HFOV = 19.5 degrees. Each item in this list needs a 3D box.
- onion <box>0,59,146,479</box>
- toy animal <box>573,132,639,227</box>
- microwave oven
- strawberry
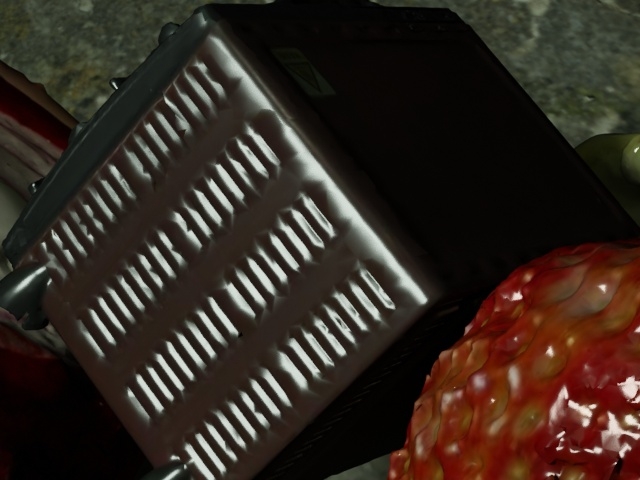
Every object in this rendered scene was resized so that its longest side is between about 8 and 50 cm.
[{"bbox_3d":[-0.241,0.057,0.984,0.341,0.341,0.341,-15,30,9],"label":"onion"},{"bbox_3d":[0.102,-0.006,1.068,0.233,0.121,0.168,-13,20,8],"label":"toy animal"},{"bbox_3d":[0.002,0.000,0.881,0.178,0.188,0.247,-49,-18,26],"label":"microwave oven"},{"bbox_3d":[0.135,0.120,0.747,0.288,0.250,0.238,-37,70,15],"label":"strawberry"}]
